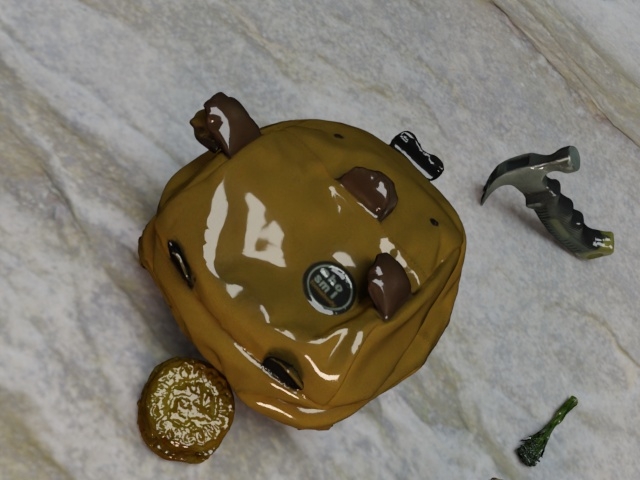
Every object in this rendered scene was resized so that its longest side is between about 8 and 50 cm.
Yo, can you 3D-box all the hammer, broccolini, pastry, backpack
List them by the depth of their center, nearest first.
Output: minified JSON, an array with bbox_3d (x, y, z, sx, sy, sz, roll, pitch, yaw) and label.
[{"bbox_3d":[-0.136,0.173,0.890,0.097,0.057,0.109,-15,75,-33],"label":"pastry"},{"bbox_3d":[-0.004,0.002,0.955,0.353,0.201,0.378,44,46,1],"label":"backpack"},{"bbox_3d":[0.303,0.249,1.136,0.140,0.030,0.035,-30,93,-41],"label":"broccolini"},{"bbox_3d":[0.336,-0.045,1.240,0.226,0.159,0.041,38,53,-34],"label":"hammer"}]

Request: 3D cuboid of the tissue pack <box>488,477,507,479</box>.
[{"bbox_3d":[0.168,0.425,0.886,0.238,0.238,0.305,35,55,-12],"label":"tissue pack"}]
